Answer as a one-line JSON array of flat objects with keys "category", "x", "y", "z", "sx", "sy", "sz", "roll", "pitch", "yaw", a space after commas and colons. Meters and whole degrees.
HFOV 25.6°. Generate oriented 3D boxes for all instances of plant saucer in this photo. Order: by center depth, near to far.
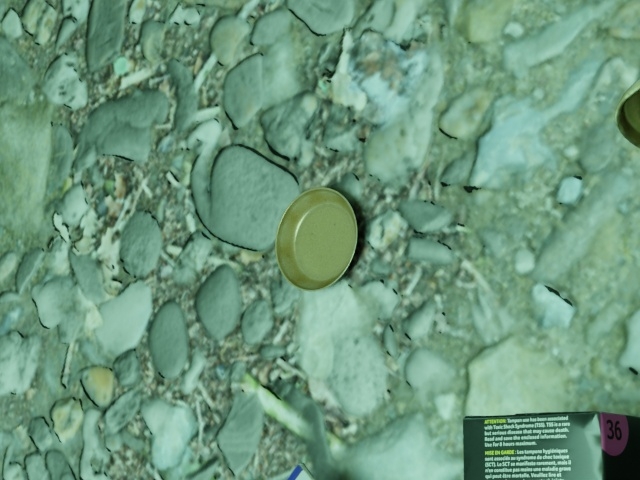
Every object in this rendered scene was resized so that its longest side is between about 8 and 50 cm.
[{"category": "plant saucer", "x": 0.000, "y": 0.000, "z": 1.114, "sx": 0.083, "sy": 0.015, "sz": 0.083, "roll": -9, "pitch": 76, "yaw": 38}]

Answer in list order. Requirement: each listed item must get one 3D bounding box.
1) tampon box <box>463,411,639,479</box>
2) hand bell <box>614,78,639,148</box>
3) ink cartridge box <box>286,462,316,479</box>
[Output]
[{"category": "tampon box", "x": 0.162, "y": 0.190, "z": 0.872, "sx": 0.101, "sy": 0.120, "sz": 0.161, "roll": -8, "pitch": 76, "yaw": 39}, {"category": "hand bell", "x": 0.254, "y": -0.184, "z": 0.901, "sx": 0.126, "sy": 0.126, "sz": 0.242, "roll": -12, "pitch": 62, "yaw": 38}, {"category": "ink cartridge box", "x": 0.057, "y": 0.342, "z": 0.965, "sx": 0.371, "sy": 0.069, "sz": 0.175, "roll": 46, "pitch": 111, "yaw": 33}]
